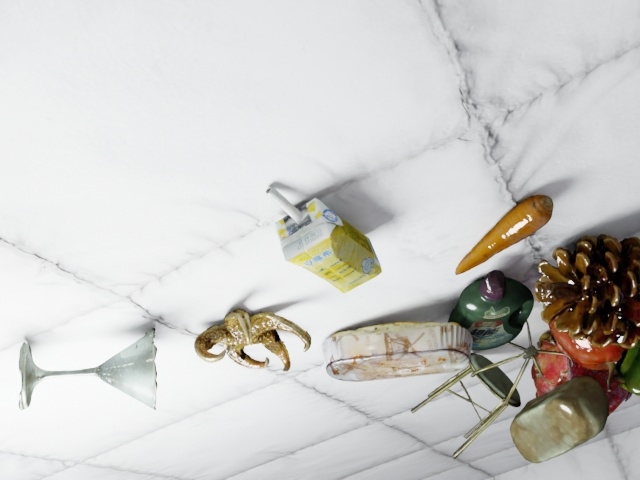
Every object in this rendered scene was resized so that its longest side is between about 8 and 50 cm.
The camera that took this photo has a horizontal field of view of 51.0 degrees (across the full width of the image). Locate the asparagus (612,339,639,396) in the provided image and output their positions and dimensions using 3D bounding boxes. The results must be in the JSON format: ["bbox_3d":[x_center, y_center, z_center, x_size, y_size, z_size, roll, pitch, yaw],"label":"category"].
[{"bbox_3d":[0.616,0.093,1.093,0.108,0.128,0.382,18,102,-23],"label":"asparagus"}]

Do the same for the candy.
[{"bbox_3d":[0.454,0.345,1.286,0.104,0.102,0.234,-32,165,-30],"label":"candy"}]

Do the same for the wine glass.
[{"bbox_3d":[-0.322,0.188,0.942,0.183,0.122,0.122,-2,147,-17],"label":"wine glass"}]

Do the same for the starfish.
[{"bbox_3d":[-0.093,0.156,1.034,0.146,0.074,0.190,-30,147,24],"label":"starfish"}]

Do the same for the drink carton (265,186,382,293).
[{"bbox_3d":[0.000,0.000,0.828,0.084,0.074,0.200,-29,149,20],"label":"drink carton"}]

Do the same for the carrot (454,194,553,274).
[{"bbox_3d":[0.260,0.001,0.987,0.048,0.048,0.216,3,149,-29],"label":"carrot"}]

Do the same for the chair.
[{"bbox_3d":[0.359,0.293,1.396,0.325,0.160,0.170,-49,164,19],"label":"chair"}]

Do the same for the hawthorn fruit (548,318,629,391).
[{"bbox_3d":[0.521,0.183,1.244,0.163,0.203,0.162,-12,151,-7],"label":"hawthorn fruit"}]

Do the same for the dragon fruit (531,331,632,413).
[{"bbox_3d":[0.562,0.258,1.408,0.282,0.211,0.147,-40,162,-16],"label":"dragon fruit"}]

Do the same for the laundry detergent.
[{"bbox_3d":[0.297,0.112,1.150,0.144,0.078,0.221,-7,147,-3],"label":"laundry detergent"}]

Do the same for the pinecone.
[{"bbox_3d":[0.441,0.082,1.076,0.212,0.168,0.185,2,105,-4],"label":"pinecone"}]

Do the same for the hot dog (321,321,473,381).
[{"bbox_3d":[0.132,0.195,1.174,0.268,0.075,0.144,-7,147,11],"label":"hot dog"}]
